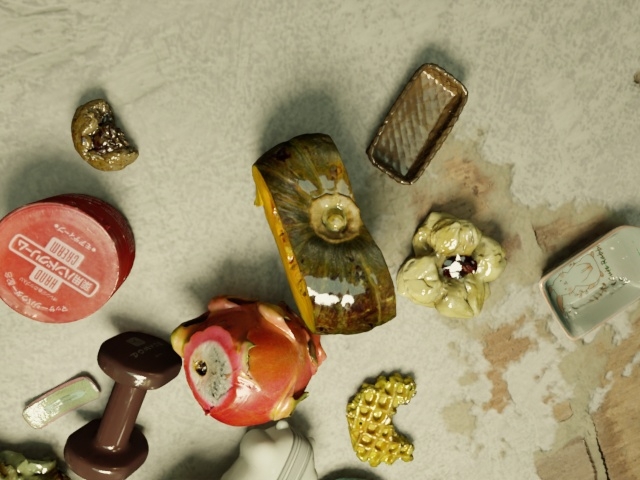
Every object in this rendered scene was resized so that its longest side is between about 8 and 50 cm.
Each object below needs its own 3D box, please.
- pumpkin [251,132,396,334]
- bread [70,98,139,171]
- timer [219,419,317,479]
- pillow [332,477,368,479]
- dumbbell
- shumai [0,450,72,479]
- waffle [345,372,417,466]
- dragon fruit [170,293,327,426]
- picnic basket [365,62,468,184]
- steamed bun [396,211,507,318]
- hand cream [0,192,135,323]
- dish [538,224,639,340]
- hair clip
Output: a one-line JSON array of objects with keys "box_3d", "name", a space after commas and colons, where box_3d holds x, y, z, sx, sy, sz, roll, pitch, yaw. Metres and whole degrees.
[{"box_3d": [0.000, 0.000, 0.755, 0.139, 0.222, 0.317, -22, 76, -11], "name": "pumpkin"}, {"box_3d": [-0.347, -0.159, 0.757, 0.082, 0.060, 0.113, -32, 106, -2], "name": "bread"}, {"box_3d": [-0.125, 0.475, 0.850, 0.291, 0.291, 0.315, 38, 72, -13], "name": "timer"}, {"box_3d": [0.039, 0.574, 0.965, 0.233, 0.086, 0.214, -35, 115, -1], "name": "pillow"}, {"box_3d": [-0.332, 0.279, 0.815, 0.124, 0.140, 0.225, 25, 98, 10], "name": "dumbbell"}, {"box_3d": [-0.540, 0.466, 0.833, 0.218, 0.189, 0.256, -15, 89, -22], "name": "shumai"}, {"box_3d": [0.128, 0.356, 0.938, 0.149, 0.051, 0.194, -13, 103, -3], "name": "waffle"}, {"box_3d": [-0.108, 0.191, 0.789, 0.224, 0.227, 0.224, -3, 84, 24], "name": "dragon fruit"}, {"box_3d": [0.160, -0.195, 0.817, 0.110, 0.055, 0.193, 31, 96, -14], "name": "picnic basket"}, {"box_3d": [0.243, 0.058, 0.858, 0.192, 0.106, 0.177, 29, 99, -14], "name": "steamed bun"}, {"box_3d": [-0.398, 0.023, 0.757, 0.193, 0.125, 0.193, -1, 102, -6], "name": "hand cream"}, {"box_3d": [0.525, 0.066, 0.917, 0.234, 0.064, 0.154, -34, 104, 2], "name": "dish"}, {"box_3d": [-0.460, 0.288, 0.860, 0.137, 0.022, 0.054, -29, 105, -1], "name": "hair clip"}]
